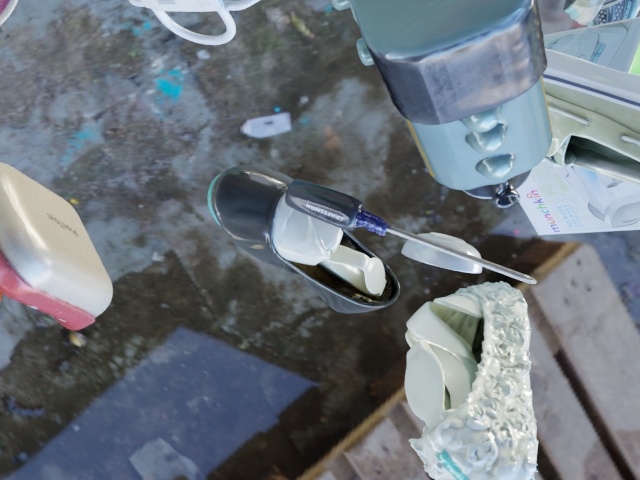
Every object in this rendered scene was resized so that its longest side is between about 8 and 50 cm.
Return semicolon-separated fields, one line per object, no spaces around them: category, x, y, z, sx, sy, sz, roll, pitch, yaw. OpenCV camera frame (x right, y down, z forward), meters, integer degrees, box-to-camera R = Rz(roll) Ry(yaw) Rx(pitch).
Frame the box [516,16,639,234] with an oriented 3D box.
box;0.352;-0.142;1.397;0.262;0.231;0.127;53;50;-35

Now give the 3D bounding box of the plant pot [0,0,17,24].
plant pot;-0.409;-0.282;1.090;0.201;0.180;0.201;-23;122;-45

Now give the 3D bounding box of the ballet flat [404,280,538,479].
ballet flat;0.156;0.132;1.157;0.146;0.409;0.147;2;113;4

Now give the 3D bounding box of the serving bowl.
serving bowl;0.125;0.009;1.077;0.083;0.083;0.027;10;99;-27

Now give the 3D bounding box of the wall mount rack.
wall mount rack;-0.145;-0.387;1.322;0.350;0.304;0.131;54;45;-60

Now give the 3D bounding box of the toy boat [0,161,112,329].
toy boat;-0.322;0.029;1.105;0.151;0.231;0.151;-33;67;5

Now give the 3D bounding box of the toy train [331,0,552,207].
toy train;0.086;-0.145;0.728;0.142;0.334;0.190;-17;68;8

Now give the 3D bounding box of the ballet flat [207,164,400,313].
ballet flat;0.000;0.000;1.137;0.280;0.096;0.095;36;69;-47

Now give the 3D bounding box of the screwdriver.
screwdriver;0.053;0.000;0.672;0.169;0.024;0.025;26;92;16

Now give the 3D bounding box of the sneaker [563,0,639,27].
sneaker;0.485;-0.409;1.585;0.122;0.110;0.283;42;84;-8

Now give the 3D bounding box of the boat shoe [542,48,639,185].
boat shoe;0.247;-0.122;1.068;0.094;0.302;0.109;-67;154;-17
